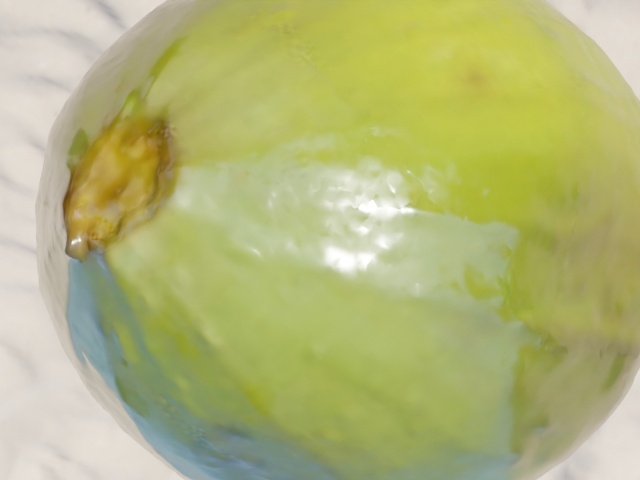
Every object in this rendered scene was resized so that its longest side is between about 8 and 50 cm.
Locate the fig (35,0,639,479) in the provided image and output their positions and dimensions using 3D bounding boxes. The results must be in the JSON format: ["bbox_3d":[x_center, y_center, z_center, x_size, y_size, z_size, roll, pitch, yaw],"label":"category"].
[{"bbox_3d":[0.008,-0.008,0.919,0.343,0.343,0.343,12,143,9],"label":"fig"}]
